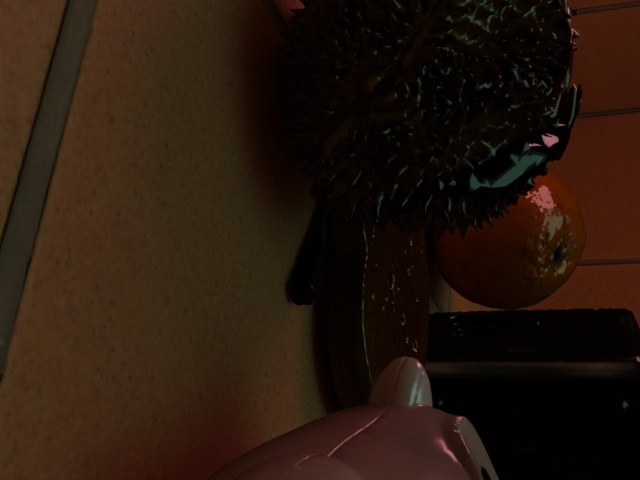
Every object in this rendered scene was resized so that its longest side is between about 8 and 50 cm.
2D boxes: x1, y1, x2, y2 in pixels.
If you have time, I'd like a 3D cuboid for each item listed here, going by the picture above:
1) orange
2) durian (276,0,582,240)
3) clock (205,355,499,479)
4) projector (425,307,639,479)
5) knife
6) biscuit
[{"bbox_3d":[0.369,-0.015,1.572,0.312,0.312,0.312,-3,90,-71],"label":"orange"},{"bbox_3d":[0.123,-0.175,0.876,0.384,0.347,0.348,-21,107,-65],"label":"durian"},{"bbox_3d":[0.009,0.294,0.585,0.377,0.250,0.368,-51,134,-53],"label":"clock"},{"bbox_3d":[0.353,0.343,1.330,0.242,0.395,0.405,-48,132,-65],"label":"projector"},{"bbox_3d":[0.000,0.000,0.949,0.230,0.028,0.060,-75,166,-49],"label":"knife"},{"bbox_3d":[0.074,0.064,1.073,0.394,0.070,0.350,-72,148,-47],"label":"biscuit"}]
